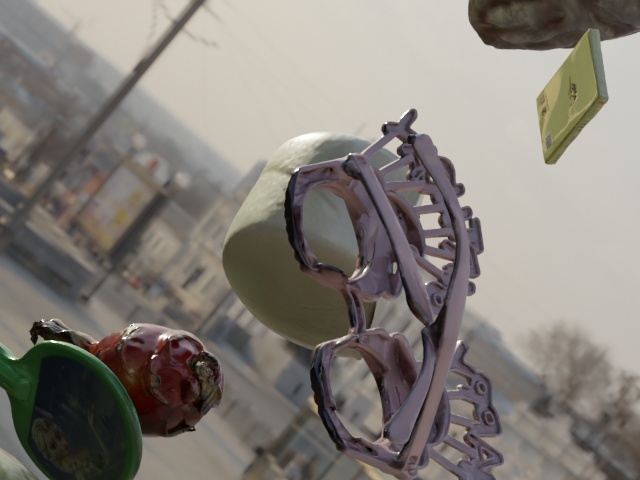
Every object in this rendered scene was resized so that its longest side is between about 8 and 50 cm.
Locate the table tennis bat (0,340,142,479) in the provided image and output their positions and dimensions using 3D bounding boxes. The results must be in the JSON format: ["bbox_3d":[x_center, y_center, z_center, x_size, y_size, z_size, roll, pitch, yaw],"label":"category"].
[{"bbox_3d":[-0.275,0.154,1.401,0.257,0.160,0.039,32,31,24],"label":"table tennis bat"}]

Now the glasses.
[{"bbox_3d":[0.069,0.031,0.849,0.095,0.255,0.162,-17,-19,36],"label":"glasses"}]

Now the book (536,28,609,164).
[{"bbox_3d":[0.229,-0.129,1.291,0.014,0.077,0.111,8,-31,-17],"label":"book"}]

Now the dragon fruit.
[{"bbox_3d":[-0.209,0.131,1.487,0.246,0.125,0.125,20,12,22],"label":"dragon fruit"}]

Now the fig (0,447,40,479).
[{"bbox_3d":[-0.206,0.165,0.599,0.225,0.203,0.203,14,-18,42],"label":"fig"}]

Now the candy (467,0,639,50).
[{"bbox_3d":[0.290,-0.308,1.520,0.214,0.289,0.157,28,52,-48],"label":"candy"}]

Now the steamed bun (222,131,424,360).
[{"bbox_3d":[0.000,0.000,1.384,0.164,0.146,0.241,24,-27,8],"label":"steamed bun"}]
